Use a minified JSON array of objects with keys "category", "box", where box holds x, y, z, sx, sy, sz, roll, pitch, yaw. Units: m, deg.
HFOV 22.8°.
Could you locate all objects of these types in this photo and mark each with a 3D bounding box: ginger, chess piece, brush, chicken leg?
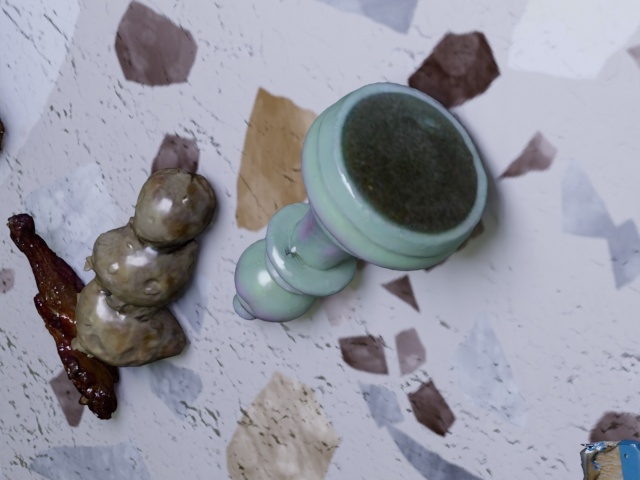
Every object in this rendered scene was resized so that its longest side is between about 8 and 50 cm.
[{"category":"ginger","box":[-0.148,0.022,1.360,0.104,0.080,0.204,18,121,-4]},{"category":"chess piece","box":[0.000,0.000,1.222,0.139,0.139,0.272,58,139,7]},{"category":"brush","box":[0.262,0.170,1.137,0.164,0.014,0.051,-3,104,37]},{"category":"chicken leg","box":[-0.232,0.069,1.443,0.053,0.093,0.205,-27,94,3]}]

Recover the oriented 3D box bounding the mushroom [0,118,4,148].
[{"category":"mushroom","box":[-0.501,-0.063,1.457,0.356,0.334,0.331,29,142,26]}]
